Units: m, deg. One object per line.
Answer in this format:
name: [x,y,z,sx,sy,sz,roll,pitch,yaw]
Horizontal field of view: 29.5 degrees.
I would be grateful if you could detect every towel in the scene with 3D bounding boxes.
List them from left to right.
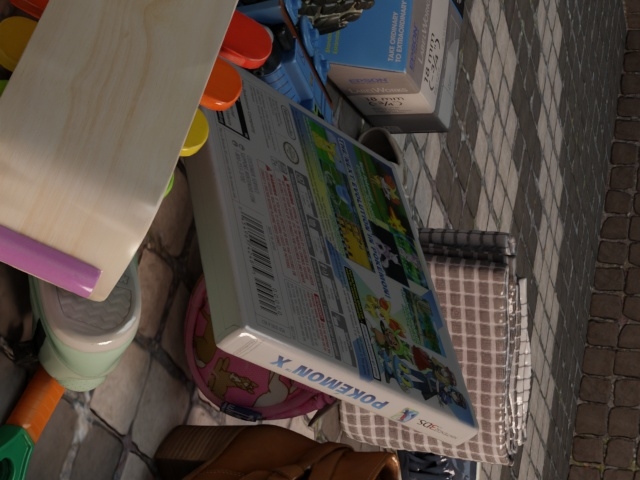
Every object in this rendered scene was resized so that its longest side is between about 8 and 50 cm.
towel: [0.134,0.128,1.499,0.121,0.235,0.283,-34,124,-57]

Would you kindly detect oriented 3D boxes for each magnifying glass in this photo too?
magnifying glass: [-0.228,0.159,0.872,0.092,0.026,0.231,72,31,-41]

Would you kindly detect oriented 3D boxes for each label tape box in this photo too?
label tape box: [0.083,-0.293,1.488,0.334,0.106,0.240,33,61,-66]

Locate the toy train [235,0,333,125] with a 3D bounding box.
toy train: [-0.040,-0.173,1.204,0.184,0.080,0.105,60,25,-54]

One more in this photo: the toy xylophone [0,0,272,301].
toy xylophone: [-0.164,-0.133,0.822,0.081,0.236,0.322,-43,-163,52]

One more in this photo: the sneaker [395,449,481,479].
sneaker: [0.139,0.237,1.683,0.148,0.131,0.350,-10,94,-65]

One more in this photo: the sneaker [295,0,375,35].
sneaker: [0.010,-0.369,1.252,0.130,0.147,0.330,-7,123,-43]

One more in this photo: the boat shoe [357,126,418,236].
boat shoe: [0.066,-0.058,1.461,0.267,0.096,0.088,-71,144,-59]

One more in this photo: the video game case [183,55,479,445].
video game case: [0.000,0.000,1.077,0.300,0.036,0.329,28,35,-41]

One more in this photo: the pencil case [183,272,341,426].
pencil case: [0.006,0.103,1.258,0.386,0.160,0.167,13,66,-70]

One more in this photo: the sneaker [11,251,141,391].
sneaker: [-0.188,-0.015,0.899,0.151,0.094,0.256,122,-36,-58]

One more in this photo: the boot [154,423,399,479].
boot: [-0.064,0.271,1.027,0.283,0.220,0.109,-58,145,-50]
